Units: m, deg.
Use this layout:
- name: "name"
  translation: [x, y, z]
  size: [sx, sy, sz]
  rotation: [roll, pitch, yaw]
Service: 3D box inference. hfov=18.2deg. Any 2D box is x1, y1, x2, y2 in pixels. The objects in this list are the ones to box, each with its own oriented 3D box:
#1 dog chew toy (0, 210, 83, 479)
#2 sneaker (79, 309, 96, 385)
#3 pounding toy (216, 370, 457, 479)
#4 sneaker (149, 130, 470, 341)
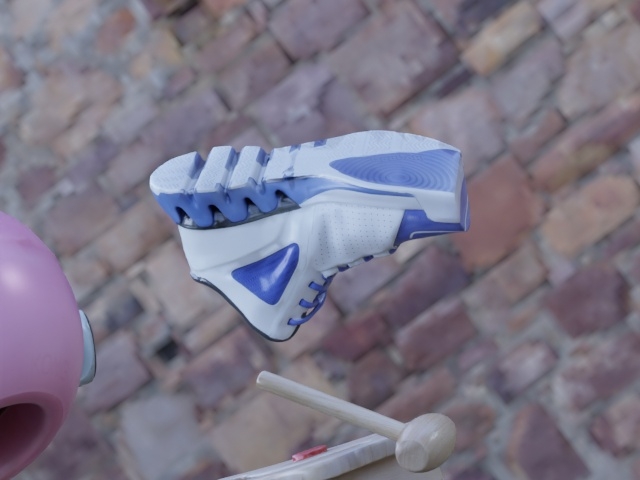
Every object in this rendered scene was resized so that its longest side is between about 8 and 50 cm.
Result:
- name: "dog chew toy"
  translation: [-0.299, 0.014, 1.300]
  size: [0.206, 0.332, 0.207]
  rotation: [-31, -26, -17]
- name: "sneaker"
  translation: [-0.369, 0.116, 2.197]
  size: [0.146, 0.122, 0.330]
  rotation: [-12, 2, -24]
- name: "pounding toy"
  translation: [0.008, 0.162, 1.503]
  size: [0.269, 0.155, 0.154]
  rotation: [-20, -3, 35]
- name: "sneaker"
  translation: [-0.001, 0.000, 1.984]
  size: [0.315, 0.182, 0.127]
  rotation: [-2, 29, 14]
